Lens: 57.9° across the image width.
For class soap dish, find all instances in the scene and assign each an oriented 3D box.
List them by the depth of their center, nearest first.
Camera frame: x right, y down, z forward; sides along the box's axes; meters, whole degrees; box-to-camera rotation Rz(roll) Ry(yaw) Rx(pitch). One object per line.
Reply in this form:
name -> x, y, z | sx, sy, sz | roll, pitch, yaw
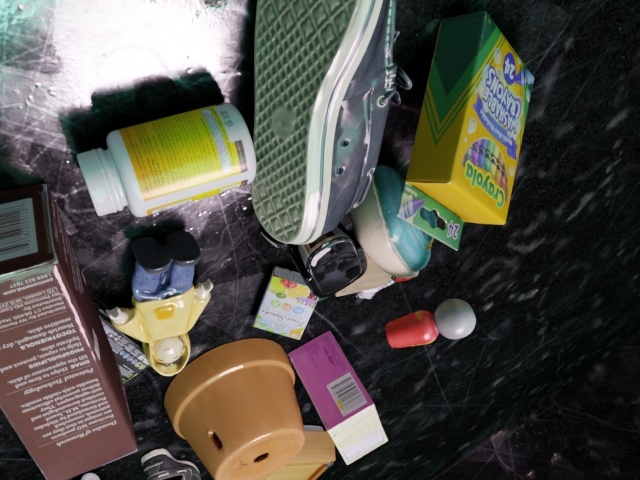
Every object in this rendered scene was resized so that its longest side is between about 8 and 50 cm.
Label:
soap dish -> -0.112, 0.615, 1.585 | 0.229, 0.118, 0.290 | -49, 141, 17

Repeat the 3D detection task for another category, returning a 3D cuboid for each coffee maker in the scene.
coffee maker -> 0.000, 0.000, 0.978 | 0.120, 0.178, 0.171 | -44, 141, 13

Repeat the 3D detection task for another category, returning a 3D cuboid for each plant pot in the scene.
plant pot -> -0.163, 0.383, 1.240 | 0.290, 0.203, 0.291 | -20, 140, -18

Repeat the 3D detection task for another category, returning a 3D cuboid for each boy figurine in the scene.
boy figurine -> -0.271, 0.119, 0.980 | 0.177, 0.092, 0.285 | -11, 133, -30

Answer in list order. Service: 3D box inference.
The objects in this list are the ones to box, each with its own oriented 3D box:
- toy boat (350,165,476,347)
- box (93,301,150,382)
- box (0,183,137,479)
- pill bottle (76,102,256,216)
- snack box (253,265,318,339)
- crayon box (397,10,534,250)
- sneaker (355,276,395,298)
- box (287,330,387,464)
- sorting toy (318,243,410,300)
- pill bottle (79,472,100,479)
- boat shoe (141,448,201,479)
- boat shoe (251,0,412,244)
toy boat -> 0.162, 0.026, 1.012 | 0.148, 0.319, 0.267 | -18, 160, 17
box -> -0.412, 0.210, 1.009 | 0.184, 0.045, 0.191 | -31, 141, -2
box -> -0.377, 0.138, 0.799 | 0.143, 0.191, 0.382 | -16, 131, -19
pill bottle -> -0.203, -0.104, 0.774 | 0.214, 0.117, 0.117 | -19, 139, -19
snack box -> -0.065, 0.125, 1.141 | 0.100, 0.037, 0.141 | 19, 125, -8
crayon box -> 0.240, -0.160, 0.921 | 0.203, 0.083, 0.323 | 23, 78, -47
sneaker -> 0.119, 0.104, 1.291 | 0.098, 0.038, 0.069 | -12, 147, -28
box -> 0.044, 0.374, 1.369 | 0.117, 0.214, 0.243 | -28, 141, -8
sorting toy -> 0.101, 0.042, 1.200 | 0.274, 0.046, 0.132 | -10, 135, -27
pill bottle -> -0.527, 0.559, 1.288 | 0.043, 0.043, 0.083 | 16, 120, -44
boat shoe -> -0.357, 0.581, 1.408 | 0.084, 0.079, 0.233 | -33, 143, -5
boat shoe -> 0.019, -0.224, 0.756 | 0.156, 0.186, 0.501 | -20, 134, -38
